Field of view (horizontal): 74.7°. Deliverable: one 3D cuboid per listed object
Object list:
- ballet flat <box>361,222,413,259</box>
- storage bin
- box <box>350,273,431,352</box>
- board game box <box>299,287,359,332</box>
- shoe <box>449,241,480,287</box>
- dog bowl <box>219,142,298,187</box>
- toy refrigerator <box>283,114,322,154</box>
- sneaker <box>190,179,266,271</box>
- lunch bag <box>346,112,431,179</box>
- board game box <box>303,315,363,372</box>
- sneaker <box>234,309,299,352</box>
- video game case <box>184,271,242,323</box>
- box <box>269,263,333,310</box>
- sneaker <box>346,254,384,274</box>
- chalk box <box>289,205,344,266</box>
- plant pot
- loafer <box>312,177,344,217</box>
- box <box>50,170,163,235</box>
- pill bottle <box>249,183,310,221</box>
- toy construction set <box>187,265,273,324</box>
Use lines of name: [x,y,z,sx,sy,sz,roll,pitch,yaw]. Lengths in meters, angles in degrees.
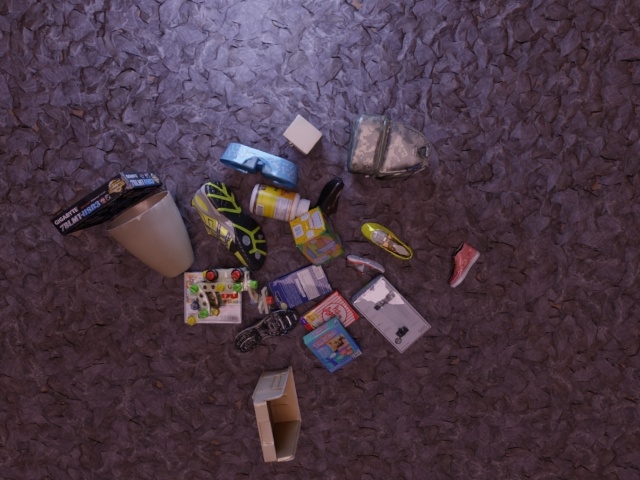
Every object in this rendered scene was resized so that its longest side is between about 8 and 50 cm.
ballet flat: [0.266,0.004,1.638,0.231,0.077,0.077,33,98,-5]
storage bin: [-0.168,0.675,1.651,0.123,0.260,0.261,-8,99,5]
box: [0.279,0.286,1.678,0.290,0.087,0.169,45,96,-7]
board game box: [0.035,0.310,1.700,0.194,0.045,0.146,-40,99,6]
shoe: [0.548,0.095,1.665,0.081,0.063,0.177,35,92,-4]
dog bowl: [-0.218,-0.279,1.553,0.298,0.166,0.073,19,86,-3]
toy refrigerator: [-0.061,-0.358,1.480,0.102,0.269,0.094,38,97,-7]
sneaker: [-0.346,-0.045,1.616,0.147,0.145,0.384,-22,104,36]
lunch bag: [0.232,-0.317,1.473,0.257,0.305,0.212,8,99,-1]
board game box: [0.053,0.420,1.679,0.160,0.047,0.210,-33,121,3]
sneaker: [-0.215,0.347,1.678,0.272,0.108,0.100,-24,95,-3]
video game case: [-0.426,0.227,1.669,0.227,0.026,0.206,1,94,-2]
box: [-0.079,0.185,1.684,0.226,0.036,0.136,-23,98,3]
sneaker: [0.176,0.108,1.670,0.158,0.061,0.064,19,109,6]
chalk box: [0.000,0.000,1.579,0.132,0.132,0.213,-29,139,13]
plant pot: [-0.601,-0.002,1.564,0.257,0.256,0.273,-26,114,4]
loafer: [0.032,-0.142,1.622,0.079,0.080,0.219,24,109,-27]
box: [-0.746,-0.143,1.496,0.294,0.295,0.073,-33,100,5]
pill bottle: [-0.153,-0.137,1.591,0.215,0.117,0.117,13,99,-3]
toy construction set: [-0.346,0.206,1.580,0.329,0.151,0.214,-4,94,-2]
